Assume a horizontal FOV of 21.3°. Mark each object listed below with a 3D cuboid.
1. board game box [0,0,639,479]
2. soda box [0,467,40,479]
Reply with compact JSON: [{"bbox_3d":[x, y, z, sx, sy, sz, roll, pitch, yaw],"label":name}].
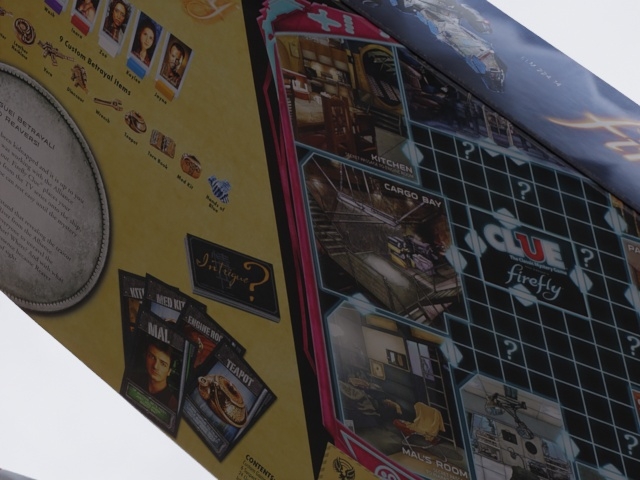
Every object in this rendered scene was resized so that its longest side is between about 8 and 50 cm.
[{"bbox_3d":[0.000,0.000,0.470,0.243,0.042,0.165,38,-50,19],"label":"board game box"},{"bbox_3d":[-0.221,0.157,0.861,0.091,0.286,0.098,-34,-140,51],"label":"soda box"}]
